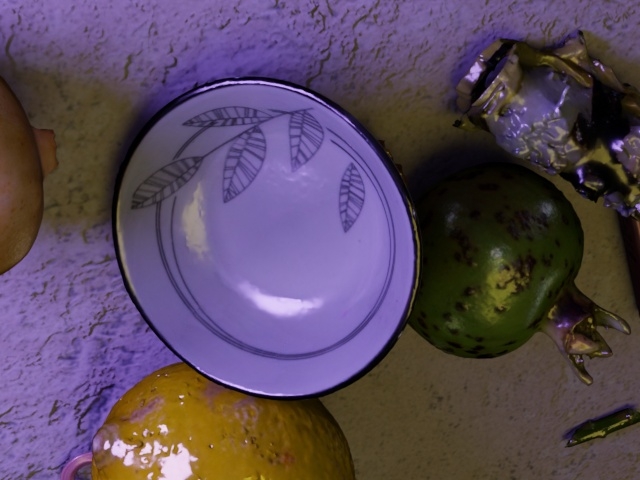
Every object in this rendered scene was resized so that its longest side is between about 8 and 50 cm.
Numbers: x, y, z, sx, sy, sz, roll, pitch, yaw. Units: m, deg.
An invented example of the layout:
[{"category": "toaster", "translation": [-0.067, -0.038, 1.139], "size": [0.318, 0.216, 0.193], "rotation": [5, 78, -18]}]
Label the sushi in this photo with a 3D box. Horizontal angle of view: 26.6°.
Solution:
[{"category": "sushi", "translation": [0.275, -0.112, 1.360], "size": [0.291, 0.131, 0.139], "rotation": [29, 112, -10]}]

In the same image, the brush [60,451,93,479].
[{"category": "brush", "translation": [-0.197, 0.303, 1.533], "size": [0.103, 0.047, 0.233], "rotation": [-44, 127, 12]}]

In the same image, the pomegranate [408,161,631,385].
[{"category": "pomegranate", "translation": [0.192, 0.035, 1.374], "size": [0.211, 0.263, 0.211], "rotation": [-50, 163, -21]}]

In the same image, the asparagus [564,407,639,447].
[{"category": "asparagus", "translation": [0.356, 0.237, 1.713], "size": [0.108, 0.021, 0.025], "rotation": [-20, 124, -6]}]

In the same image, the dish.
[{"category": "dish", "translation": [-0.039, -0.009, 1.280], "size": [0.317, 0.106, 0.316], "rotation": [7, 110, 20]}]

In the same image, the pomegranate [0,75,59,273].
[{"category": "pomegranate", "translation": [-0.338, -0.058, 1.122], "size": [0.233, 0.233, 0.233], "rotation": [-10, 127, -14]}]

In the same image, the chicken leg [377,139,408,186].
[{"category": "chicken leg", "translation": [0.001, -0.001, 1.378], "size": [0.107, 0.087, 0.251], "rotation": [32, 115, -11]}]

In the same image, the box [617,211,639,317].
[{"category": "box", "translation": [0.406, 0.003, 1.536], "size": [0.120, 0.069, 0.224], "rotation": [-26, 129, -2]}]

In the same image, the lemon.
[{"category": "lemon", "translation": [-0.102, 0.247, 1.393], "size": [0.310, 0.258, 0.258], "rotation": [32, 108, -37]}]
